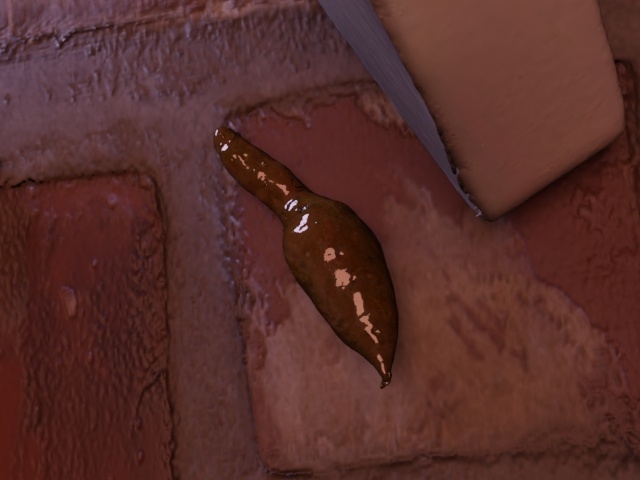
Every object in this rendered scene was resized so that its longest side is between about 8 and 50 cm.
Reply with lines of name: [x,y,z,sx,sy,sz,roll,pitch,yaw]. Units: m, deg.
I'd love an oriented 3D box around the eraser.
eraser: [0.080,-0.201,0.742,0.150,0.331,0.331,-34,74,2]

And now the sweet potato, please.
sweet potato: [0.000,-0.002,0.839,0.075,0.075,0.269,-37,65,2]
